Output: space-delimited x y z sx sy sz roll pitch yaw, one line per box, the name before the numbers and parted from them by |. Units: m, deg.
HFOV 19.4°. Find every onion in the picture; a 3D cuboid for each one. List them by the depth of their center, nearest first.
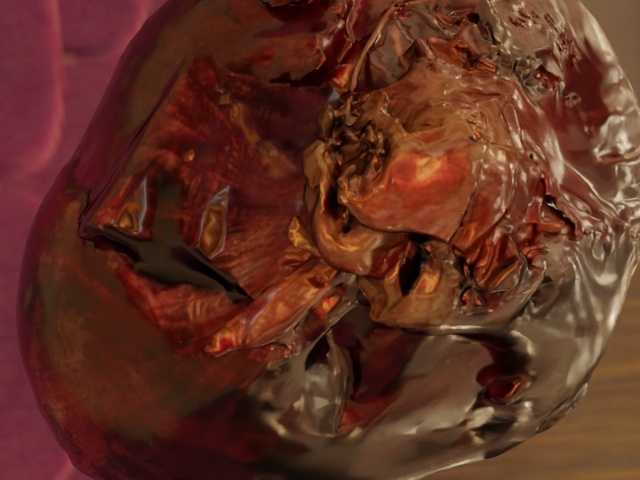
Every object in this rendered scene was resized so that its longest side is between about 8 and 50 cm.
onion | -0.003 -0.003 0.744 0.221 0.281 0.281 53 10 -12
